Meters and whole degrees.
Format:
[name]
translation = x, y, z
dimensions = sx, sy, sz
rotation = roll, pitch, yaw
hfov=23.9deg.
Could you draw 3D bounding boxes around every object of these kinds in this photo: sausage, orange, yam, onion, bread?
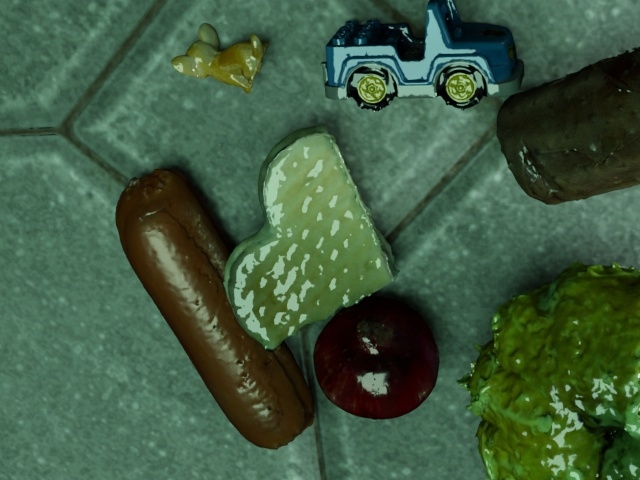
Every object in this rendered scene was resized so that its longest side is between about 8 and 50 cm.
[sausage]
translation = -0.109, 0.078, 1.577
dimensions = 0.102, 0.102, 0.330
rotation = -24, 105, 21
[orange]
translation = 0.283, 0.161, 1.442
dimensions = 0.301, 0.223, 0.300
rotation = 44, 114, 7
[yam]
translation = 0.300, -0.113, 1.349
dimensions = 0.280, 0.131, 0.131
rotation = -18, 109, 37
[onion]
translation = 0.056, 0.119, 1.541
dimensions = 0.131, 0.131, 0.131
rotation = 5, 114, 11
[bread]
translation = 0.000, 0.000, 1.517
dimensions = 0.173, 0.064, 0.232
rotation = 14, 103, -12

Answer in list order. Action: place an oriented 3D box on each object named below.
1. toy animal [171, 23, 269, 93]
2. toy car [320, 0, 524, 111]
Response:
[toy animal]
translation = -0.098, -0.182, 1.482
dimensions = 0.083, 0.060, 0.081
rotation = 22, 156, 2
[toy car]
translation = 0.092, -0.181, 1.414
dimensions = 0.191, 0.097, 0.100
rotation = 1, 112, 12
